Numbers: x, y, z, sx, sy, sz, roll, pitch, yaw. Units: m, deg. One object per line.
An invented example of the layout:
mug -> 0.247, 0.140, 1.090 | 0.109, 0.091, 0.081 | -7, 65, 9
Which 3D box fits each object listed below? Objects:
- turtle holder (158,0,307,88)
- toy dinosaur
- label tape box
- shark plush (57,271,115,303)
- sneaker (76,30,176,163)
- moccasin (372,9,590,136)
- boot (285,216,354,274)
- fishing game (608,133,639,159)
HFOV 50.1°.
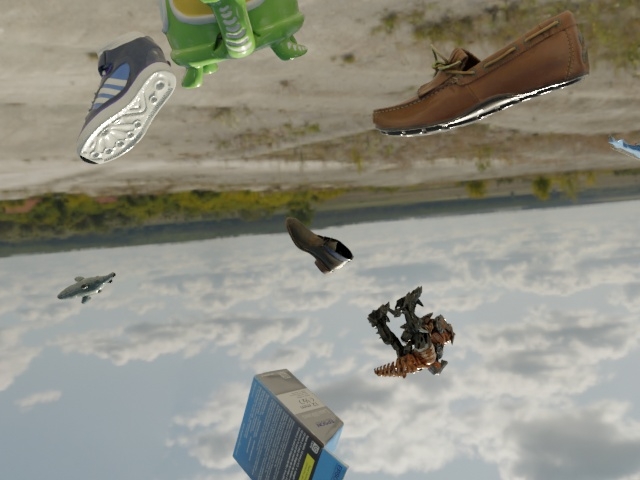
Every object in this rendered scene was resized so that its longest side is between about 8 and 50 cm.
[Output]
turtle holder -> -0.167, -0.386, 1.114 | 0.243, 0.228, 0.320 | -5, -156, 25
toy dinosaur -> 0.233, 0.244, 1.684 | 0.164, 0.218, 0.322 | -30, 178, 19
label tape box -> -0.050, 0.503, 1.601 | 0.115, 0.249, 0.347 | -3, -153, -43
shark plush -> -0.579, 0.121, 1.720 | 0.161, 0.073, 0.067 | -9, 177, 21
sneaker -> -0.512, -0.370, 1.698 | 0.323, 0.236, 0.130 | -45, 148, 11
moccasin -> 0.258, -0.281, 1.186 | 0.380, 0.147, 0.139 | -17, -176, 34
boot -> 0.000, 0.000, 1.967 | 0.106, 0.219, 0.082 | -22, -147, 36
fishing game -> 0.719, -0.192, 1.482 | 0.189, 0.041, 0.264 | 25, -170, 9
